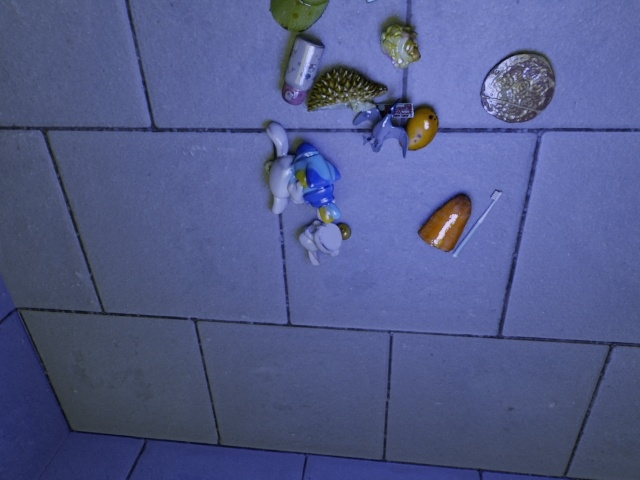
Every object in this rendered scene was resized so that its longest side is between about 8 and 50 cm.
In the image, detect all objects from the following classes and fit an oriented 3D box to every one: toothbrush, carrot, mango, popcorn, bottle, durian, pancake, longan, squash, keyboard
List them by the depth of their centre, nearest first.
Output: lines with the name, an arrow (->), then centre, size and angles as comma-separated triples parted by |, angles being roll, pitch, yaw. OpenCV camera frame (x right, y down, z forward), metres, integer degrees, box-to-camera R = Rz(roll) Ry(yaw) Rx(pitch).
squash -> -0.089, -0.793, 1.649 | 0.191, 0.085, 0.184 | 36, 119, -11
popcorn -> 0.269, -0.654, 1.655 | 0.126, 0.126, 0.145 | -14, 108, 27
pancake -> 0.692, -0.529, 1.713 | 0.249, 0.031, 0.250 | 4, 122, 7
bottle -> -0.071, -0.599, 1.749 | 0.109, 0.110, 0.233 | 21, 121, -4
durian -> 0.091, -0.517, 1.755 | 0.305, 0.172, 0.167 | -11, 143, 6
keyboard -> 0.260, -0.470, 1.789 | 0.165, 0.017, 0.055 | 9, 126, 33
mango -> 0.366, -0.403, 1.809 | 0.115, 0.090, 0.178 | 30, 125, 7
carrot -> 0.512, -0.080, 1.943 | 0.159, 0.159, 0.225 | 26, 119, -7
toothbrush -> 0.635, -0.062, 2.007 | 0.030, 0.025, 0.343 | 26, 121, 1
longan -> 0.095, -0.038, 2.077 | 0.075, 0.083, 0.075 | -1, 82, 7

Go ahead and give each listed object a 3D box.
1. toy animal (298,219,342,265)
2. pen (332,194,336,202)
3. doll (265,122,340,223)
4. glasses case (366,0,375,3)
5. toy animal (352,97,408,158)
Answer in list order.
toy animal -> 0.005, 0.005, 2.065 | 0.179, 0.127, 0.193 | 52, 148, -7
pen -> 0.007, -0.237, 2.003 | 0.025, 0.025, 0.204 | -23, 114, 21
doll -> -0.065, -0.243, 1.916 | 0.365, 0.187, 0.376 | 22, 145, 30
glasses case -> 0.145, -0.863, 1.573 | 0.039, 0.078, 0.184 | -12, 119, 12
toy animal -> 0.236, -0.403, 1.795 | 0.239, 0.255, 0.176 | 42, 84, 7
